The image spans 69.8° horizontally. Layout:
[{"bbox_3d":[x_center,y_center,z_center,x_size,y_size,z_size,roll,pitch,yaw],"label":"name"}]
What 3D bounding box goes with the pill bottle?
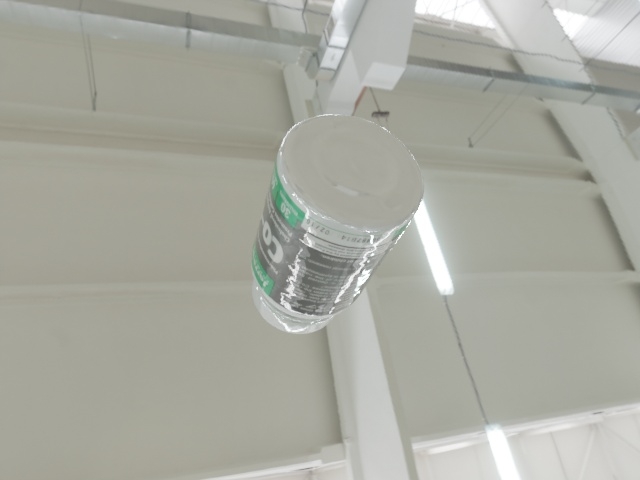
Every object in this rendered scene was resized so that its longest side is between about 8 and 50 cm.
[{"bbox_3d":[0.000,0.000,0.732,0.204,0.361,0.204,9,-127,-12],"label":"pill bottle"}]
